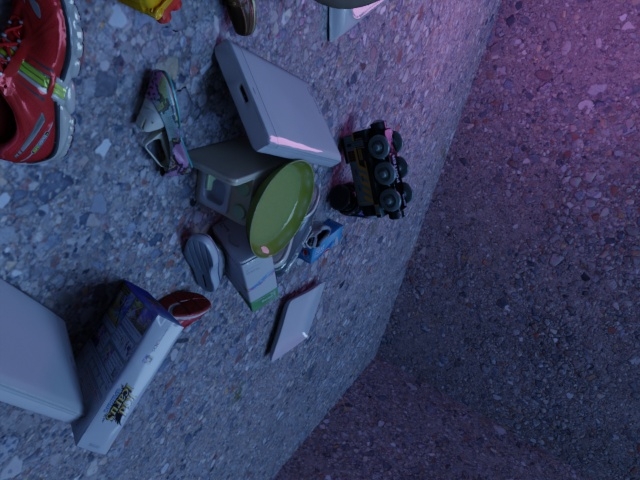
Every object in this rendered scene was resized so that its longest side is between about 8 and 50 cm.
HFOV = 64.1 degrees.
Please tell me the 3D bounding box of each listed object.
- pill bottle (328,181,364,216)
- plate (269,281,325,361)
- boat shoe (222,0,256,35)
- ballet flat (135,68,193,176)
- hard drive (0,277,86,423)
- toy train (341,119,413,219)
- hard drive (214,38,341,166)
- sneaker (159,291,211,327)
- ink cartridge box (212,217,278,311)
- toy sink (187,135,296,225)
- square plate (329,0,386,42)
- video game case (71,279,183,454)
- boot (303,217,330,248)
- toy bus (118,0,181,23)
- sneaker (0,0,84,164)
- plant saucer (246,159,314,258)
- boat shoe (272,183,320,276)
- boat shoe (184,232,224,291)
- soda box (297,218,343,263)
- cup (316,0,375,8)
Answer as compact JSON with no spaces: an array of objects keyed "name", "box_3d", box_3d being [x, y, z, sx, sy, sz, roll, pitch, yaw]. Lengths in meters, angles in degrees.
[{"name":"pill bottle","box_3d":[0.130,-0.146,1.864,0.219,0.122,0.123,4,111,-54]},{"name":"plate","box_3d":[-0.097,0.305,1.984,0.278,0.045,0.277,-23,135,-60]},{"name":"boat shoe","box_3d":[-0.166,-0.462,0.941,0.060,0.064,0.178,-44,145,-30]},{"name":"ballet flat","box_3d":[-0.293,-0.201,0.940,0.079,0.077,0.222,-29,145,-24]},{"name":"hard drive","box_3d":[-0.466,0.147,0.761,0.040,0.203,0.308,-27,150,-8]},{"name":"toy train","box_3d":[0.187,-0.226,1.698,0.142,0.190,0.334,-30,111,-49]},{"name":"hard drive","box_3d":[-0.079,-0.289,1.146,0.047,0.233,0.353,-26,172,23]},{"name":"sneaker","box_3d":[-0.370,0.208,1.226,0.221,0.087,0.128,-15,137,-47]},{"name":"ink cartridge box","box_3d":[-0.191,0.057,1.316,0.093,0.154,0.212,-30,146,-19]},{"name":"toy sink","box_3d":[-0.184,-0.131,1.145,0.234,0.152,0.131,-33,144,-54]},{"name":"square plate","box_3d":[0.131,-0.738,1.322,0.344,0.049,0.347,-49,154,-34]},{"name":"video game case","box_3d":[-0.381,0.220,0.959,0.061,0.269,0.244,34,80,-32]},{"name":"boot","box_3d":[-0.067,-0.017,1.578,0.258,0.123,0.095,-34,144,-52]},{"name":"toy bus","box_3d":[-0.234,-0.429,0.728,0.220,0.149,0.211,-61,172,-14]},{"name":"sneaker","box_3d":[-0.383,-0.226,0.655,0.118,0.107,0.279,-19,130,-49]},{"name":"plant saucer","box_3d":[-0.096,-0.075,1.154,0.241,0.037,0.241,-49,156,-32]},{"name":"boat shoe","box_3d":[-0.085,-0.035,1.491,0.099,0.116,0.320,78,31,-53]},{"name":"boat shoe","box_3d":[-0.276,0.038,1.248,0.226,0.083,0.076,105,9,-55]},{"name":"soda box","box_3d":[0.000,0.000,1.831,0.210,0.067,0.071,-37,146,-48]},{"name":"cup","box_3d":[0.048,-0.597,1.001,0.331,0.331,0.237,-63,-176,-3]}]
